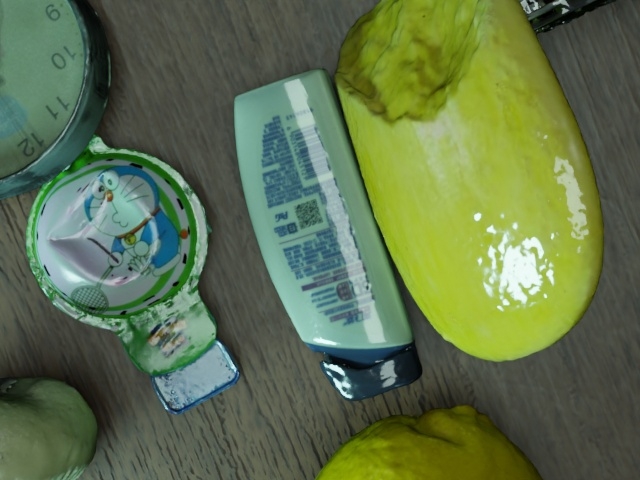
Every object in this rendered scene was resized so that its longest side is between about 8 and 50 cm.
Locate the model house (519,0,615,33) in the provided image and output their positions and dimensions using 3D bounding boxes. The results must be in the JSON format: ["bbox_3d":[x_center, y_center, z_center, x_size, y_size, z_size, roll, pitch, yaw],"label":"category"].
[{"bbox_3d":[0.296,-0.329,1.515,0.294,0.207,0.154,-24,90,1],"label":"model house"}]

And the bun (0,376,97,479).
[{"bbox_3d":[-0.372,0.242,1.543,0.273,0.273,0.168,-36,85,3],"label":"bun"}]

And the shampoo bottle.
[{"bbox_3d":[0.000,0.000,1.604,0.134,0.078,0.359,-18,93,13],"label":"shampoo bottle"}]

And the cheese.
[{"bbox_3d":[-0.202,0.036,1.606,0.204,0.083,0.320,-29,91,3],"label":"cheese"}]

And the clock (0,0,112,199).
[{"bbox_3d":[-0.369,-0.181,1.584,0.281,0.055,0.280,-1,83,9],"label":"clock"}]

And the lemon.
[{"bbox_3d":[0.110,0.326,1.521,0.297,0.297,0.297,0,93,1],"label":"lemon"}]

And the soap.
[{"bbox_3d":[0.142,-0.087,1.475,0.115,0.306,0.427,-10,73,-39],"label":"soap"}]
